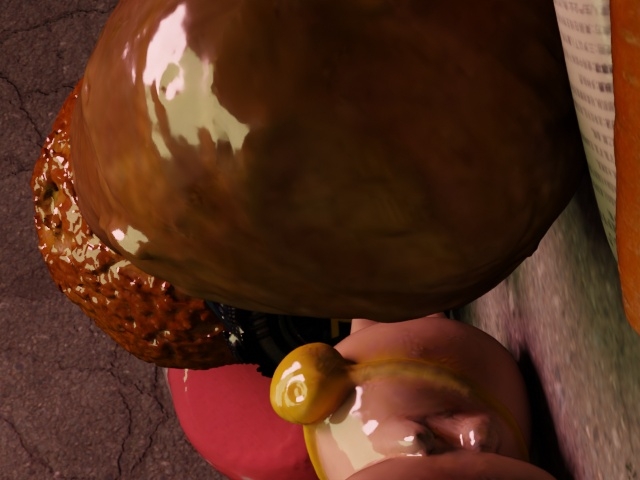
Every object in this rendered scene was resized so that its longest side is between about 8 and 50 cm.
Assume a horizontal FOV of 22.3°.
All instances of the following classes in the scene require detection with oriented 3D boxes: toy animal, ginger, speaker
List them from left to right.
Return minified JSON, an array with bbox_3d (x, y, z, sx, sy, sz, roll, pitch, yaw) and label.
[{"bbox_3d":[-0.016,0.090,1.509,0.294,0.294,0.294,172,90,-84],"label":"speaker"},{"bbox_3d":[-0.007,-0.070,0.744,0.223,0.269,0.200,78,-151,-54],"label":"ginger"},{"bbox_3d":[0.058,0.135,0.929,0.149,0.165,0.248,81,-176,-53],"label":"toy animal"}]

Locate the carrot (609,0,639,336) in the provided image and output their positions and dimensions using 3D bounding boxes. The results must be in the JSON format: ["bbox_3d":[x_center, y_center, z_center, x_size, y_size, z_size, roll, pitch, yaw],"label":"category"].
[{"bbox_3d":[0.118,-0.068,0.484,0.067,0.067,0.225,-107,8,-58],"label":"carrot"}]

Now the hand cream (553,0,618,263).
[{"bbox_3d":[0.113,-0.090,0.598,0.095,0.059,0.276,-117,14,-69],"label":"hand cream"}]

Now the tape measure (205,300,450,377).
[{"bbox_3d":[0.000,0.000,1.135,0.112,0.186,0.199,43,146,47],"label":"tape measure"}]

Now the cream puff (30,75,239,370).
[{"bbox_3d":[-0.077,-0.053,1.290,0.212,0.303,0.303,105,157,-64],"label":"cream puff"}]
